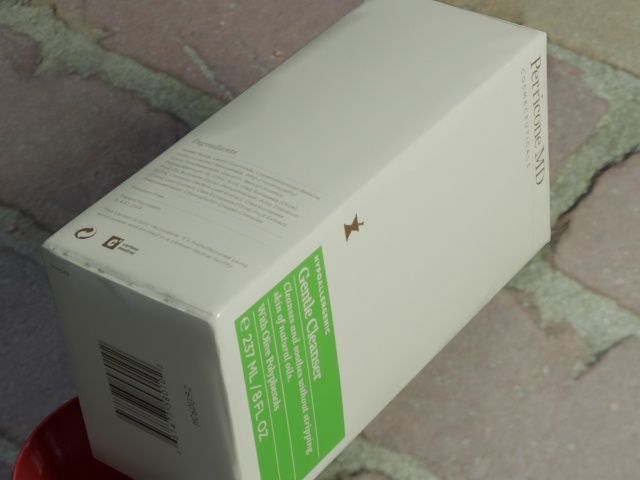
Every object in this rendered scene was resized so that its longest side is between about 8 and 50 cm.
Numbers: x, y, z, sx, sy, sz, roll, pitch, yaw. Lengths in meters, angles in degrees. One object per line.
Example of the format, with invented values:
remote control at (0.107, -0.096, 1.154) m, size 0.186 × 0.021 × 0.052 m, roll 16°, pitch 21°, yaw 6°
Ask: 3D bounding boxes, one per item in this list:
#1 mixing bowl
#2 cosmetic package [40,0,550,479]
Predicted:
mixing bowl at (-0.115, 0.187, 1.172) m, size 0.181 × 0.098 × 0.181 m, roll -4°, pitch 39°, yaw 3°
cosmetic package at (0.000, 0.000, 1.159) m, size 0.155 × 0.197 × 0.365 m, roll 22°, pitch 47°, yaw 33°
